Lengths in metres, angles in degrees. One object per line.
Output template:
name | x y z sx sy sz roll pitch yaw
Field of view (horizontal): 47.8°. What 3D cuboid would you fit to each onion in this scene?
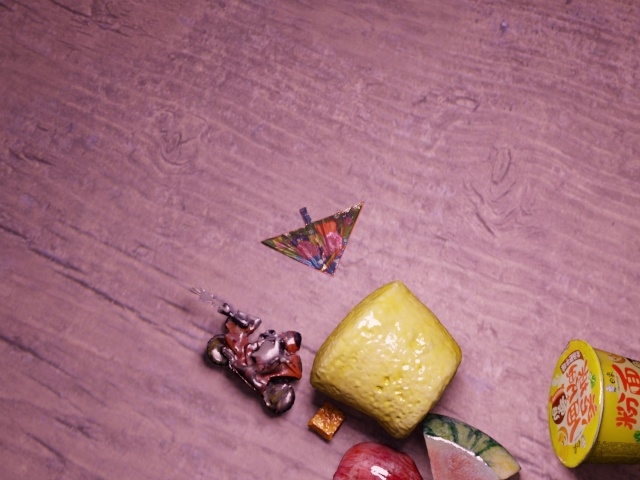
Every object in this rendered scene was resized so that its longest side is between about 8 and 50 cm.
onion | 0.164 0.621 1.771 0.283 0.120 0.227 13 76 9

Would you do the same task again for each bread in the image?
bread | 0.167 0.298 1.779 0.308 0.348 0.348 42 78 12

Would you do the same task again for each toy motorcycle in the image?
toy motorcycle | -0.194 0.268 1.924 0.401 0.134 0.207 36 76 14

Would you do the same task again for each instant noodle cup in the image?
instant noodle cup | 0.707 0.402 1.733 0.221 0.311 0.311 10 70 -3

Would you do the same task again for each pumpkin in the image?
pumpkin | 0.017 0.470 1.873 0.074 0.054 0.083 35 55 12

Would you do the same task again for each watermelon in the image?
watermelon | 0.334 0.548 1.766 0.261 0.213 0.201 32 91 21

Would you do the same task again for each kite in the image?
kite | 0.000 0.000 2.070 0.321 0.016 0.234 -22 69 -4
